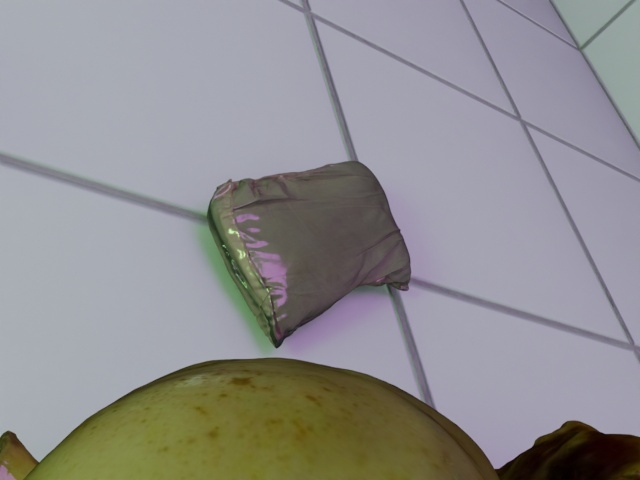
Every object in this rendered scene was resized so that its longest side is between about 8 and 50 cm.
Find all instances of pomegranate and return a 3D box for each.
[{"bbox_3d":[-0.049,0.196,0.412,0.319,0.319,0.319,28,38,-24],"label":"pomegranate"}]

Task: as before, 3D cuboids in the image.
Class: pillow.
[{"bbox_3d":[0.000,0.000,0.857,0.270,0.067,0.173,-15,70,-51],"label":"pillow"}]

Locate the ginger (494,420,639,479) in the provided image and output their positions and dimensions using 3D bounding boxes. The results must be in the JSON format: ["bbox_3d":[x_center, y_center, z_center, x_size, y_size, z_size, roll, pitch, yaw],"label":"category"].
[{"bbox_3d":[0.150,0.246,0.530,0.152,0.357,0.274,50,40,-15],"label":"ginger"}]
